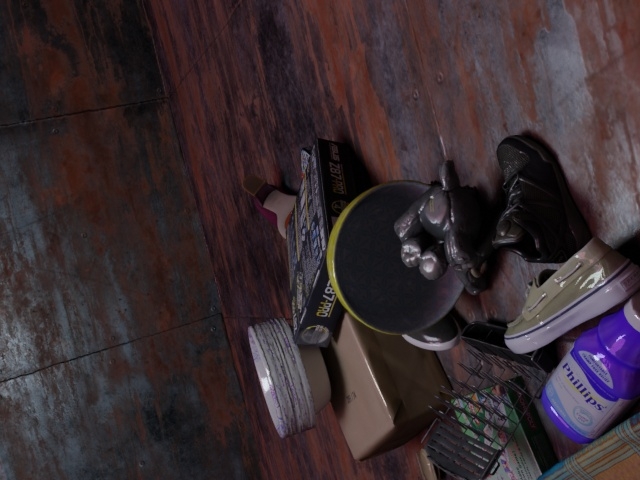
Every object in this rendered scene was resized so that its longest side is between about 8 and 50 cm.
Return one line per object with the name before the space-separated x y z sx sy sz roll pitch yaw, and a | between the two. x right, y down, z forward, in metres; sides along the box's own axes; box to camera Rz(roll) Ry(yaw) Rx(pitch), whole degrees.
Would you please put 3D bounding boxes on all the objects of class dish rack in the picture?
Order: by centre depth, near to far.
dish rack | 0.280 0.284 1.281 0.074 0.271 0.208 39 167 -20

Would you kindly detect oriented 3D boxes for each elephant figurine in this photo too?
elephant figurine | 0.252 -0.012 1.275 0.186 0.239 0.169 -37 64 35

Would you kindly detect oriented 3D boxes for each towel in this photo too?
towel | 0.479 0.420 1.067 0.271 0.040 0.370 50 149 20

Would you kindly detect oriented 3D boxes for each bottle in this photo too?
bottle | 0.423 0.186 1.059 0.118 0.092 0.282 54 149 32

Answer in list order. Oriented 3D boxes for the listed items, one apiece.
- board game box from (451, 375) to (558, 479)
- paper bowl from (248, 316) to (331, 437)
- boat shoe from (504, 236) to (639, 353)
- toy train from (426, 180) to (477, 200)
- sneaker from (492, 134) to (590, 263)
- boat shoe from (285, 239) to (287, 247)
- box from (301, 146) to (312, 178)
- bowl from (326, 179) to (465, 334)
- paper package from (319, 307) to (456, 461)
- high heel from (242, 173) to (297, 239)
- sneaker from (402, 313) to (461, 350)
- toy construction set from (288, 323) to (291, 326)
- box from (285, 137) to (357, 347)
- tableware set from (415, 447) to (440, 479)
board game box | 0.373 0.434 1.381 0.317 0.046 0.213 70 157 14
paper bowl | -0.071 0.324 1.764 0.284 0.148 0.284 163 90 -78
boat shoe | 0.365 0.085 1.098 0.094 0.109 0.302 54 149 11
toy train | 0.247 -0.089 1.391 0.158 0.027 0.036 20 134 62
sneaker | 0.313 -0.063 1.124 0.227 0.130 0.087 70 155 19
boat shoe | -0.044 0.070 2.066 0.285 0.092 0.102 54 149 41
box | -0.010 -0.181 1.926 0.137 0.027 0.093 45 144 50
bowl | 0.128 0.029 1.399 0.156 0.290 0.289 -176 74 -69
paper package | 0.134 0.322 1.713 0.309 0.168 0.324 65 156 23
high heel | -0.071 -0.062 2.105 0.377 0.127 0.181 45 -179 37
sneaker | 0.180 0.109 1.512 0.296 0.105 0.146 45 161 51
toy construction set | -0.032 0.336 2.084 0.237 0.258 0.308 85 179 -52
box | 0.000 0.000 1.700 0.394 0.097 0.318 -97 22 -48
tableware set | 0.280 0.582 1.697 0.128 0.039 0.194 109 148 -71
